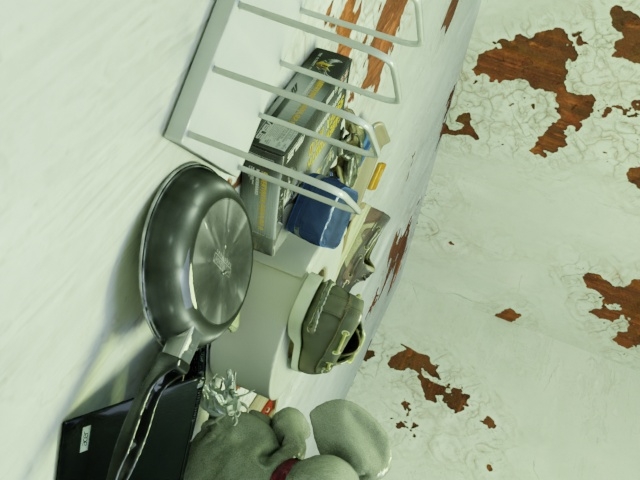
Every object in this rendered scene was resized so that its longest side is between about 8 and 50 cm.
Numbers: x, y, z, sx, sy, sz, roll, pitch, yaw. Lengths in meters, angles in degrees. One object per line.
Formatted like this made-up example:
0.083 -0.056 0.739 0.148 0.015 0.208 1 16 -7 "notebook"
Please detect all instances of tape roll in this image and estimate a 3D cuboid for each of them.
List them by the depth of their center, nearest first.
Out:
-0.062 0.092 1.206 0.286 0.100 0.286 21 90 -79 "tape roll"

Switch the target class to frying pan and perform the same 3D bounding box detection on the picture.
-0.140 0.061 0.769 0.326 0.053 0.197 -65 151 -44 "frying pan"

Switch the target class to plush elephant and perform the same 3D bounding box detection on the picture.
-0.046 0.341 1.064 0.272 0.255 0.330 -42 149 -38 "plush elephant"

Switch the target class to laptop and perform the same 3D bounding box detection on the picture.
-0.215 0.215 0.914 0.264 0.136 0.234 -103 -155 -60 "laptop"

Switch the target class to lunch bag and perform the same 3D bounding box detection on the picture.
0.001 -0.044 1.055 0.067 0.065 0.098 19 94 -64 "lunch bag"

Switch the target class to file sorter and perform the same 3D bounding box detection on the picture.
0.001 -0.186 0.800 0.193 0.173 0.278 28 83 -80 "file sorter"

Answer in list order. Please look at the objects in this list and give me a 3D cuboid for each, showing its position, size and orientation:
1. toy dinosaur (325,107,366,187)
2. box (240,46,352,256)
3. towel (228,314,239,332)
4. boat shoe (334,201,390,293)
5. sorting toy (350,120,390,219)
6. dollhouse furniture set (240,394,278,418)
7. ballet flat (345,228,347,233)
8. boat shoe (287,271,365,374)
0.029 -0.113 1.312 0.118 0.064 0.268 45 56 -60 "toy dinosaur"
-0.033 -0.120 1.065 0.183 0.056 0.231 98 17 -46 "box"
-0.117 0.050 0.956 0.148 0.027 0.110 59 30 -74 "towel"
0.085 0.055 1.875 0.103 0.092 0.285 -21 131 -76 "boat shoe"
0.074 -0.138 1.596 0.196 0.047 0.347 -65 169 -1 "sorting toy"
-0.091 0.364 1.490 0.184 0.129 0.129 -53 161 -52 "dollhouse furniture set"
0.000 0.000 1.392 0.077 0.079 0.221 -35 144 -70 "ballet flat"
0.015 0.141 1.160 0.305 0.091 0.109 86 27 -66 "boat shoe"
